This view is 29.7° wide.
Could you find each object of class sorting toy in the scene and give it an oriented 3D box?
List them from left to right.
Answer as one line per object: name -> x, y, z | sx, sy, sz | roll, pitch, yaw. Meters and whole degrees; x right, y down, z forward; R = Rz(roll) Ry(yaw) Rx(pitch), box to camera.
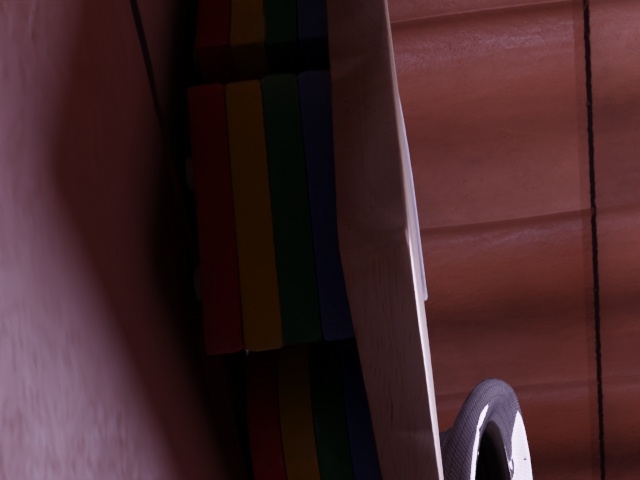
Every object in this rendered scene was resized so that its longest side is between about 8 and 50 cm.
sorting toy -> 0.000, 0.000, 0.566 | 0.257, 0.089, 0.255 | 79, 7, -46

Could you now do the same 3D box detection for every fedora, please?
fedora -> 0.083, 0.239, 0.930 | 0.275, 0.124, 0.243 | -64, 144, -56

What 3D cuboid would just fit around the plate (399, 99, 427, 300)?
plate -> 0.014, -0.124, 0.927 | 0.277, 0.045, 0.278 | 56, 23, -55
